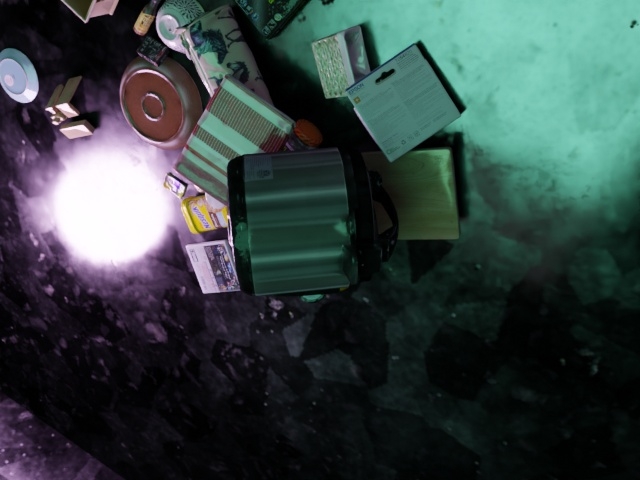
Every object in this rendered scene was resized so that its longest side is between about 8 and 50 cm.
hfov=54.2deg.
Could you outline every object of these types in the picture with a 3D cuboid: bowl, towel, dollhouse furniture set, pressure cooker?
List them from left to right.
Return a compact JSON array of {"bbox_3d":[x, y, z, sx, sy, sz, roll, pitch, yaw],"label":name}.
[{"bbox_3d":[-0.836,-0.451,2.130,0.144,0.123,0.151,-4,148,27],"label":"dollhouse furniture set"},{"bbox_3d":[-0.495,-0.184,2.114,0.083,0.009,0.060,36,124,5],"label":"towel"},{"bbox_3d":[-0.418,-0.621,1.814,0.170,0.080,0.170,10,119,19],"label":"bowl"},{"bbox_3d":[-0.241,-0.261,1.735,0.237,0.037,0.329,35,116,-2],"label":"towel"},{"bbox_3d":[-0.015,-0.049,1.582,0.420,0.375,0.370,-6,82,-5],"label":"pressure cooker"}]

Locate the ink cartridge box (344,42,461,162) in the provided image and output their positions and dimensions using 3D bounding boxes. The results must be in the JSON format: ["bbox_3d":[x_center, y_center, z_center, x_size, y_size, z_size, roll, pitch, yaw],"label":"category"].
[{"bbox_3d":[0.210,-0.352,1.614,0.223,0.045,0.224,-33,95,4],"label":"ink cartridge box"}]

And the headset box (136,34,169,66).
[{"bbox_3d":[-0.502,-0.570,1.890,0.083,0.032,0.062,33,82,6],"label":"headset box"}]

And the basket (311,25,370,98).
[{"bbox_3d":[0.058,-0.467,1.651,0.103,0.113,0.167,-2,114,31],"label":"basket"}]

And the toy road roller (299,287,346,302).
[{"bbox_3d":[0.000,0.000,1.869,0.240,0.202,0.329,-30,101,19],"label":"toy road roller"}]

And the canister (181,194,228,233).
[{"bbox_3d":[-0.358,-0.095,2.057,0.170,0.073,0.126,-9,111,27],"label":"canister"}]

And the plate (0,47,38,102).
[{"bbox_3d":[-1.063,-0.571,2.178,0.188,0.024,0.188,10,119,19],"label":"plate"}]

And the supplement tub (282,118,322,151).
[{"bbox_3d":[-0.085,-0.256,1.820,0.117,0.117,0.190,46,125,-2],"label":"supplement tub"}]

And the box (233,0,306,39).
[{"bbox_3d":[-0.141,-0.674,1.679,0.184,0.045,0.191,-36,97,36],"label":"box"}]

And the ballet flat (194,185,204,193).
[{"bbox_3d":[-0.349,-0.244,1.985,0.084,0.058,0.250,40,125,3],"label":"ballet flat"}]

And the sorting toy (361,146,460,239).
[{"bbox_3d":[0.255,-0.136,1.736,0.257,0.089,0.255,0,115,25],"label":"sorting toy"}]

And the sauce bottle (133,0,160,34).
[{"bbox_3d":[-0.513,-0.670,1.857,0.042,0.042,0.128,43,126,0],"label":"sauce bottle"}]

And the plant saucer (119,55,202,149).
[{"bbox_3d":[-0.518,-0.429,1.979,0.310,0.050,0.311,11,120,20],"label":"plant saucer"}]

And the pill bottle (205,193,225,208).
[{"bbox_3d":[-0.272,-0.165,1.912,0.103,0.184,0.103,10,118,20],"label":"pill bottle"}]

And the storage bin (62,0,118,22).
[{"bbox_3d":[-0.692,-0.830,1.812,0.262,0.123,0.260,43,125,1],"label":"storage bin"}]

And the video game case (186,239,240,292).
[{"bbox_3d":[-0.368,0.093,2.187,0.173,0.022,0.190,-7,111,28],"label":"video game case"}]

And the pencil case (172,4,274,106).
[{"bbox_3d":[-0.253,-0.437,1.769,0.160,0.183,0.410,18,134,66],"label":"pencil case"}]
